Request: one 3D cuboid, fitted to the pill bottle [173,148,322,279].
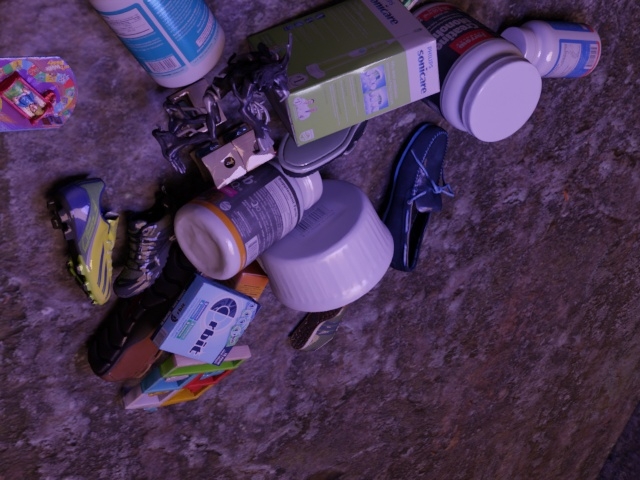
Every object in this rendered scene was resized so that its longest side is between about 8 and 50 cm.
[{"bbox_3d":[-0.132,-0.060,1.667,0.278,0.162,0.162,-40,144,-36],"label":"pill bottle"}]

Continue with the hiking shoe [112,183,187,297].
[{"bbox_3d":[-0.343,0.001,1.671,0.114,0.086,0.227,40,81,-38],"label":"hiking shoe"}]

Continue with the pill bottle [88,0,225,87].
[{"bbox_3d":[-0.268,-0.373,1.354,0.146,0.146,0.264,-39,139,-2],"label":"pill bottle"}]

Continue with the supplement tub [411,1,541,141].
[{"bbox_3d":[0.279,-0.331,1.699,0.191,0.272,0.191,-20,134,-22],"label":"supplement tub"}]

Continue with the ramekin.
[{"bbox_3d":[0.000,0.000,1.787,0.277,0.277,0.135,-34,131,-8],"label":"ramekin"}]

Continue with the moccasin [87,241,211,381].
[{"bbox_3d":[-0.314,0.143,1.773,0.147,0.139,0.380,20,109,-51],"label":"moccasin"}]

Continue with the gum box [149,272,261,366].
[{"bbox_3d":[-0.224,0.161,1.723,0.157,0.041,0.184,-55,143,4],"label":"gum box"}]

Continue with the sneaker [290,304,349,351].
[{"bbox_3d":[0.014,0.199,2.124,0.192,0.064,0.086,-47,146,8],"label":"sneaker"}]

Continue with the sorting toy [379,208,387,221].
[{"bbox_3d":[0.062,-0.014,1.982,0.274,0.046,0.132,-32,138,-9],"label":"sorting toy"}]

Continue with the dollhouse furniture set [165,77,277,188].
[{"bbox_3d":[-0.189,-0.211,1.598,0.129,0.129,0.183,-31,108,-12],"label":"dollhouse furniture set"}]

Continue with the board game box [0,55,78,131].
[{"bbox_3d":[-0.473,-0.230,1.411,0.169,0.033,0.133,-9,130,-31],"label":"board game box"}]

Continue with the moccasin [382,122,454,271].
[{"bbox_3d":[0.233,-0.090,1.965,0.138,0.117,0.342,-8,121,-43],"label":"moccasin"}]

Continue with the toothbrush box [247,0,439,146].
[{"bbox_3d":[0.041,-0.316,1.561,0.283,0.206,0.122,-24,137,-8],"label":"toothbrush box"}]

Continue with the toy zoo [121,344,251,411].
[{"bbox_3d":[-0.308,0.311,1.918,0.192,0.030,0.293,-1,151,-42],"label":"toy zoo"}]

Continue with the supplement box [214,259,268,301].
[{"bbox_3d":[-0.205,0.147,1.900,0.080,0.078,0.233,9,118,-41],"label":"supplement box"}]

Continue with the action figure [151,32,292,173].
[{"bbox_3d":[-0.135,-0.224,1.432,0.276,0.164,0.141,-28,126,21],"label":"action figure"}]

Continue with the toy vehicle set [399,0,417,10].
[{"bbox_3d":[0.195,-0.569,1.611,0.267,0.035,0.166,-48,138,8],"label":"toy vehicle set"}]

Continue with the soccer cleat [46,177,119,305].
[{"bbox_3d":[-0.416,0.008,1.616,0.121,0.093,0.289,-31,140,-27],"label":"soccer cleat"}]

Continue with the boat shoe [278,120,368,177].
[{"bbox_3d":[0.018,-0.197,1.676,0.302,0.114,0.091,-44,158,-37],"label":"boat shoe"}]

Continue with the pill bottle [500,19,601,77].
[{"bbox_3d":[0.495,-0.418,1.898,0.221,0.124,0.124,-5,128,-32],"label":"pill bottle"}]
